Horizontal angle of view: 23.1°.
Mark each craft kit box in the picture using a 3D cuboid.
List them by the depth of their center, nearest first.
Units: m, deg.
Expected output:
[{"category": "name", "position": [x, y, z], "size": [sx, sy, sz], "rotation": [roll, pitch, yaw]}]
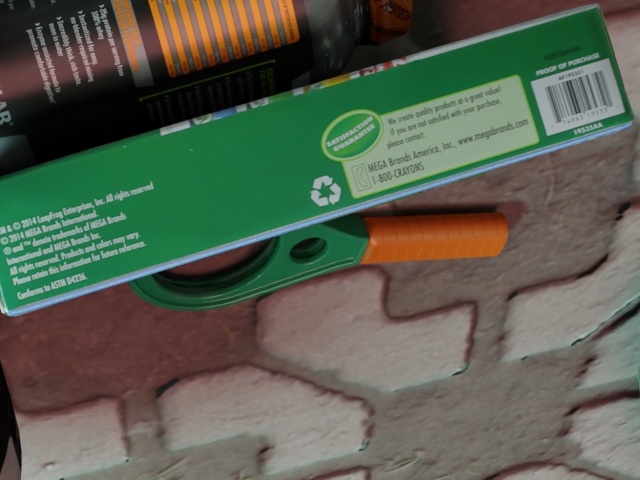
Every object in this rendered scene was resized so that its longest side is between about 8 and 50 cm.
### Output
[{"category": "craft kit box", "position": [-0.019, -0.027, 0.693], "size": [0.250, 0.061, 0.246], "rotation": [-17, 178, -9]}]

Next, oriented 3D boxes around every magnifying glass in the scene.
[{"category": "magnifying glass", "position": [0.000, 0.000, 0.880], "size": [0.231, 0.026, 0.092], "rotation": [-1, 139, -23]}]

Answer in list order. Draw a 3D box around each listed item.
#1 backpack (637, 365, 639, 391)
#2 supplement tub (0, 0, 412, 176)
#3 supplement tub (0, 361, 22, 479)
[{"category": "backpack", "position": [0.361, 0.133, 1.073], "size": [0.290, 0.273, 0.355], "rotation": [-22, 132, 12]}, {"category": "supplement tub", "position": [-0.066, -0.101, 0.634], "size": [0.190, 0.117, 0.117], "rotation": [-17, 144, -7]}, {"category": "supplement tub", "position": [-0.244, 0.059, 0.672], "size": [0.207, 0.207, 0.338], "rotation": [-14, 143, -10]}]
